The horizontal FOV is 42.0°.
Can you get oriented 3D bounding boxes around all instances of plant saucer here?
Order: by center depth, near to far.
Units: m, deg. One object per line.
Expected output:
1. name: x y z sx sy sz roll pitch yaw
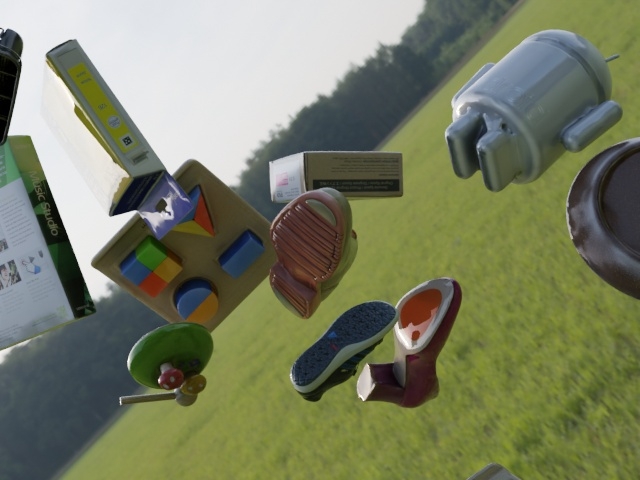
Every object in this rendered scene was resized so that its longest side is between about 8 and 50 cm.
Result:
1. plant saucer: 0.542 -0.047 1.287 0.310 0.310 0.050 -45 -25 -17

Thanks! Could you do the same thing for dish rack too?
1. dish rack: -0.563 -0.257 1.181 0.208 0.271 0.074 129 154 -48

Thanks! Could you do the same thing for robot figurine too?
1. robot figurine: 0.379 -0.239 1.486 0.353 0.300 0.200 -42 -41 -20

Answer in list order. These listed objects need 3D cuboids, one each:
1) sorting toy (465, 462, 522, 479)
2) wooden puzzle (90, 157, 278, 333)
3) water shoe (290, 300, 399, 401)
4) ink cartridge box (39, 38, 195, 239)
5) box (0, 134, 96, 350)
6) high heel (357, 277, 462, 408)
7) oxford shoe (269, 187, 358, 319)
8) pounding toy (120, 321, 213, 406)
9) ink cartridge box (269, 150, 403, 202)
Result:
1. sorting toy: 0.190 0.423 1.064 0.307 0.041 0.229 -27 26 -21
2. wooden puzzle: -0.265 0.040 1.807 0.322 0.348 0.080 -45 33 7
3. water shoe: 0.039 0.172 1.319 0.203 0.073 0.080 -35 -37 -11
4. ink cartridge box: -0.348 -0.137 1.370 0.072 0.307 0.303 -33 3 -23
5. box: -0.530 0.010 1.419 0.232 0.322 0.058 -21 1 29
6. high heel: 0.220 0.199 1.622 0.377 0.181 0.127 123 143 -45
7. oxford shoe: 0.000 0.000 1.505 0.146 0.140 0.397 -42 -11 -26
8. pounding toy: -0.301 0.287 1.721 0.183 0.110 0.237 -2 -48 -32
9. ink cartridge box: 0.025 -0.119 1.596 0.193 0.088 0.234 -3 2 -18
